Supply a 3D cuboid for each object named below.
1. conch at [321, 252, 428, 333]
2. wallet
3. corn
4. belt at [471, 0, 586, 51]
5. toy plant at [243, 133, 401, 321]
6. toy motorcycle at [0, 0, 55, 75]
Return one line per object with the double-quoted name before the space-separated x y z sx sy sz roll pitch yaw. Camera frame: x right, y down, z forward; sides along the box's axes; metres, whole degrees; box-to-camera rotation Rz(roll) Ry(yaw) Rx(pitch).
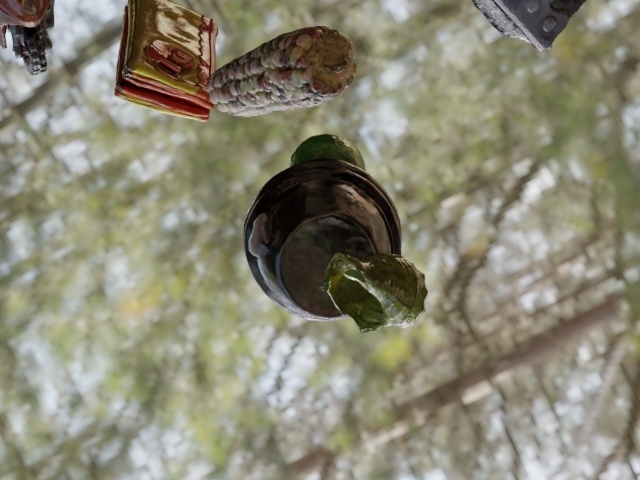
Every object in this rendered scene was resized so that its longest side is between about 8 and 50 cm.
"conch" 0.053 0.052 1.805 0.121 0.089 0.074 24 -158 -29
"wallet" -0.204 -0.258 2.507 0.141 0.067 0.241 18 -147 -15
"corn" -0.051 -0.189 2.142 0.092 0.280 0.092 4 -98 -29
"belt" 0.212 -0.274 1.583 0.128 0.218 0.122 39 -178 -39
"toy plant" 0.000 0.000 2.024 0.235 0.175 0.218 -97 17 -72
"toy motorcycle" -0.363 -0.297 2.160 0.118 0.084 0.212 97 150 -54
